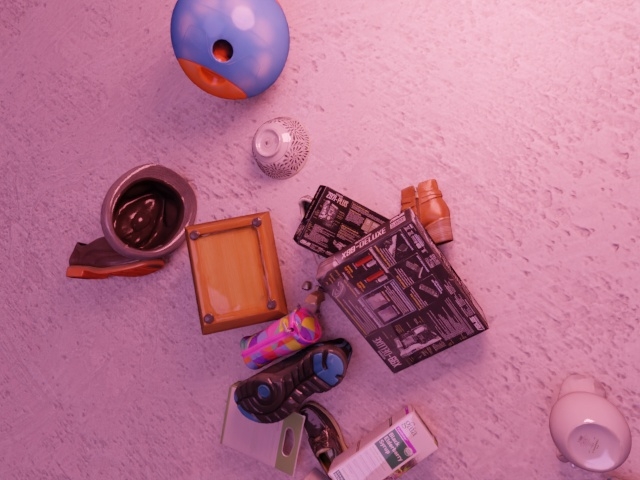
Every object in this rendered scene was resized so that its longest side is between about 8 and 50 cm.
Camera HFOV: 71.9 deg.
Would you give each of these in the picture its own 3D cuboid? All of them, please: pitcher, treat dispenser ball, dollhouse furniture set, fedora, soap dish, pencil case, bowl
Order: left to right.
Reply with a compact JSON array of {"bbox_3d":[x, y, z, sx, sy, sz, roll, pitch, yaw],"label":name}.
[{"bbox_3d":[-0.501,-0.073,1.273,0.124,0.244,0.275,-9,56,55],"label":"fedora"},{"bbox_3d":[-0.219,-0.498,1.088,0.288,0.288,0.288,0,90,23],"label":"treat dispenser ball"},{"bbox_3d":[-0.219,0.079,1.137,0.229,0.118,0.290,-11,83,-6],"label":"soap dish"},{"bbox_3d":[-0.120,-0.250,1.158,0.170,0.080,0.170,0,91,23],"label":"bowl"},{"bbox_3d":[-0.106,0.249,1.115,0.236,0.104,0.104,-35,76,34],"label":"pencil case"},{"bbox_3d":[-0.028,0.159,1.100,0.091,0.114,0.081,16,100,20],"label":"dollhouse furniture set"},{"bbox_3d":[0.490,0.365,0.828,0.125,0.207,0.177,17,98,23],"label":"pitcher"}]

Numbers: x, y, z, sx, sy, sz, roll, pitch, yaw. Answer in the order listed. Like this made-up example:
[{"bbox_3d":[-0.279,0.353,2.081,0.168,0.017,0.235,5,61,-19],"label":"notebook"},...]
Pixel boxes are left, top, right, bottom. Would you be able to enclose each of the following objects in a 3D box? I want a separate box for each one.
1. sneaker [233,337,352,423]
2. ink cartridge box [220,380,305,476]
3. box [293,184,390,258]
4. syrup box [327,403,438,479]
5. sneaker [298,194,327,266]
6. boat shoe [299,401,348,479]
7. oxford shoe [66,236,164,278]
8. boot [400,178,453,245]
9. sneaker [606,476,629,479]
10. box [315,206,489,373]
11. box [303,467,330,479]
[{"bbox_3d":[-0.063,0.350,1.105,0.341,0.140,0.125,-28,88,20],"label":"sneaker"},{"bbox_3d":[-0.150,0.498,1.180,0.235,0.056,0.171,12,95,21],"label":"ink cartridge box"},{"bbox_3d":[0.050,-0.024,1.022,0.180,0.077,0.147,26,94,-14],"label":"box"},{"bbox_3d":[0.143,0.486,1.003,0.237,0.096,0.093,-37,78,2],"label":"syrup box"},{"bbox_3d":[0.000,0.000,1.099,0.090,0.095,0.235,-23,83,20],"label":"sneaker"},{"bbox_3d":[0.015,0.512,1.100,0.080,0.073,0.223,-39,76,18],"label":"boat shoe"},{"bbox_3d":[-0.636,0.046,1.354,0.364,0.130,0.132,-4,79,20],"label":"oxford shoe"},{"bbox_3d":[0.204,-0.048,1.033,0.197,0.073,0.152,-18,75,23],"label":"boot"},{"bbox_3d":[0.664,0.491,0.825,0.229,0.087,0.092,18,90,15],"label":"sneaker"},{"bbox_3d":[0.177,0.120,0.959,0.242,0.076,0.307,-33,106,20],"label":"box"},{"bbox_3d":[0.009,0.669,1.072,0.170,0.130,0.091,31,101,21],"label":"box"}]
